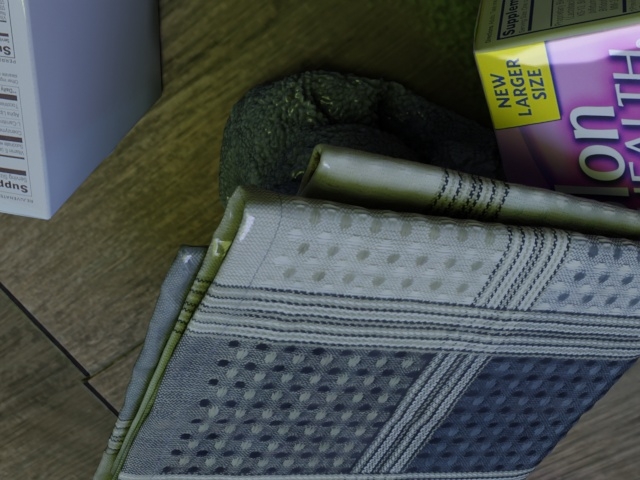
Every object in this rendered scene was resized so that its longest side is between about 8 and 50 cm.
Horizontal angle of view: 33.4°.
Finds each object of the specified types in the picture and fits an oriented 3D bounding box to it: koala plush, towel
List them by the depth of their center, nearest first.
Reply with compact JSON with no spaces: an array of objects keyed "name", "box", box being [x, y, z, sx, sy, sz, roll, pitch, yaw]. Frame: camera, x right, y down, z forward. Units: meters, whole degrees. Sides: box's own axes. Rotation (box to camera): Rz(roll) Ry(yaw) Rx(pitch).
[{"name":"towel","box":[0.039,0.082,0.650,0.324,0.056,0.312,5,135,-28]},{"name":"koala plush","box":[0.000,0.000,0.723,0.203,0.221,0.196,32,124,-5]}]

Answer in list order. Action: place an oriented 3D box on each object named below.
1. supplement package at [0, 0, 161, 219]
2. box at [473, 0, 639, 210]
[{"name":"supplement package","box":[-0.232,-0.186,0.687,0.198,0.199,0.262,10,123,10]},{"name":"box","box":[0.238,-0.074,0.657,0.243,0.117,0.213,-6,127,20]}]
